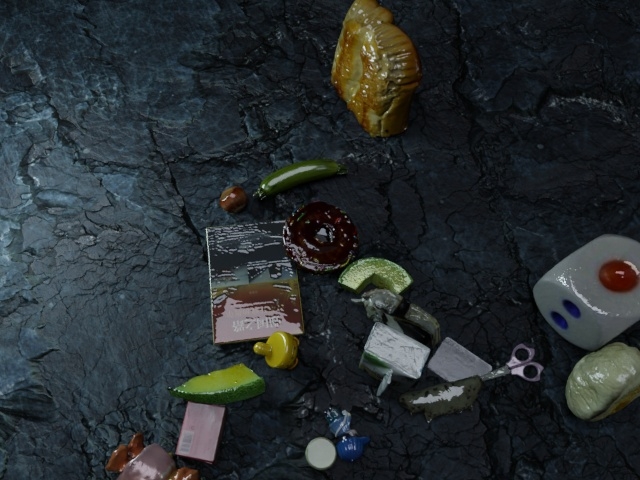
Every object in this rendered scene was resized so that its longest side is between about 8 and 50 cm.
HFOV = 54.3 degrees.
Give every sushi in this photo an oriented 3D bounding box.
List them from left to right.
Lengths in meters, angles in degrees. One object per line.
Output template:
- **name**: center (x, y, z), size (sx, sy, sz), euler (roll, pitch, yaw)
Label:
- **sushi**: center (0.222, 0.214, 1.779), size (0.273, 0.134, 0.109), euler (33, 57, 29)

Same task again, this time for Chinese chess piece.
- **Chinese chess piece**: center (0.002, 0.568, 1.662), size (0.084, 0.034, 0.084), euler (0, 65, -1)

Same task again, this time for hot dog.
- **hot dog**: center (0.175, -0.564, 1.971), size (0.196, 0.365, 0.367), euler (-29, 70, -13)

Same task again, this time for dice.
- **dice**: center (0.772, 0.143, 1.719), size (0.259, 0.251, 0.243), euler (-32, 68, -12)

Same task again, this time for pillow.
- **pillow**: center (0.339, 0.437, 1.704), size (0.241, 0.051, 0.093), euler (-13, 79, -5)

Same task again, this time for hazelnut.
- **hazelnut**: center (-0.270, -0.128, 1.949), size (0.086, 0.086, 0.086), euler (0, 67, 1)

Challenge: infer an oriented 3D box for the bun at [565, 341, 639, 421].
- **bun**: center (0.753, 0.363, 1.637), size (0.244, 0.243, 0.153), euler (-30, 59, -11)

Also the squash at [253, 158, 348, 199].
- **squash**: center (-0.069, -0.207, 1.981), size (0.319, 0.071, 0.080), euler (-17, 106, -10)

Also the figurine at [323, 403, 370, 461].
- **figurine**: center (0.066, 0.512, 1.665), size (0.086, 0.087, 0.149), euler (-43, 67, 24)

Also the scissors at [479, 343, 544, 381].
- **scissors**: center (0.516, 0.364, 1.748), size (0.212, 0.021, 0.110), euler (-16, 66, -9)

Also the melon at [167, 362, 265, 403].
- **melon**: center (-0.285, 0.391, 1.709), size (0.262, 0.053, 0.114), euler (-5, 48, -16)

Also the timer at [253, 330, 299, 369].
- **timer**: center (-0.119, 0.304, 1.737), size (0.109, 0.107, 0.107), euler (21, 59, -39)

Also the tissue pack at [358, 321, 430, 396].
- **tissue pack**: center (0.179, 0.335, 1.652), size (0.159, 0.229, 0.145), euler (26, 69, 10)

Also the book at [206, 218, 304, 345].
- **book**: center (-0.199, 0.117, 1.865), size (0.263, 0.028, 0.373), euler (-6, 66, -4)

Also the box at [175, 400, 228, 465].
- **box**: center (-0.316, 0.513, 1.676), size (0.111, 0.060, 0.156), euler (9, 67, 7)

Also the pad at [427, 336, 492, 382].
- **pad**: center (0.393, 0.357, 1.764), size (0.157, 0.003, 0.112), euler (33, 71, 14)

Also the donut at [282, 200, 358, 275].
- **donut**: center (0.000, 0.000, 1.869), size (0.235, 0.089, 0.235), euler (3, 64, -6)

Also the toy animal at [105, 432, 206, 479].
- **toy animal**: center (-0.400, 0.625, 1.580), size (0.281, 0.195, 0.169), euler (22, 108, 14)

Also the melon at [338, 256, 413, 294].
- **melon**: center (0.165, 0.115, 1.842), size (0.210, 0.064, 0.118), euler (18, 67, 6)
